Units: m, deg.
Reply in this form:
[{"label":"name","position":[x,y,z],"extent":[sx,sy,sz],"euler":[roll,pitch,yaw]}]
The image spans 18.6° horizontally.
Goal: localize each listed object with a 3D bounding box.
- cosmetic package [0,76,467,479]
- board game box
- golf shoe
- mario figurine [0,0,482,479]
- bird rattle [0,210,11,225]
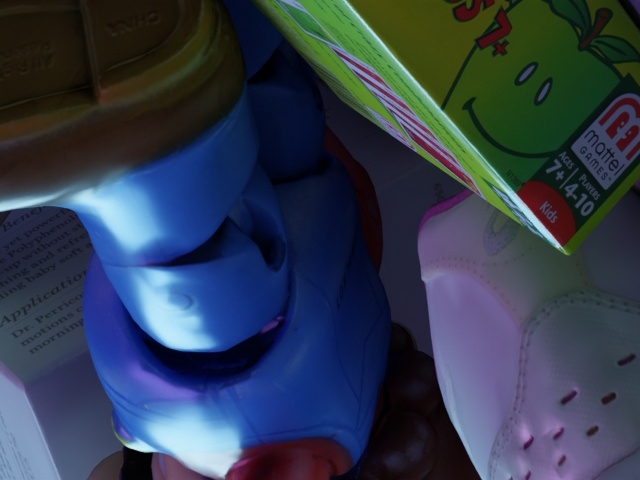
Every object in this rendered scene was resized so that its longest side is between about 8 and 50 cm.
[{"label":"cosmetic package","position":[-0.103,0.003,0.856],"extent":[0.365,0.197,0.155],"euler":[34,146,52]},{"label":"board game box","position":[-0.007,-0.079,0.381],"extent":[0.181,0.043,0.092],"euler":[44,176,-40]},{"label":"golf shoe","position":[0.105,0.061,0.557],"extent":[0.140,0.115,0.306],"euler":[60,-177,22]},{"label":"mario figurine","position":[-0.046,0.040,0.579],"extent":[0.170,0.198,0.320],"euler":[28,150,39]},{"label":"bird rattle","position":[-0.116,-0.070,0.625],"extent":[0.143,0.207,0.253],"euler":[24,-176,8]}]
